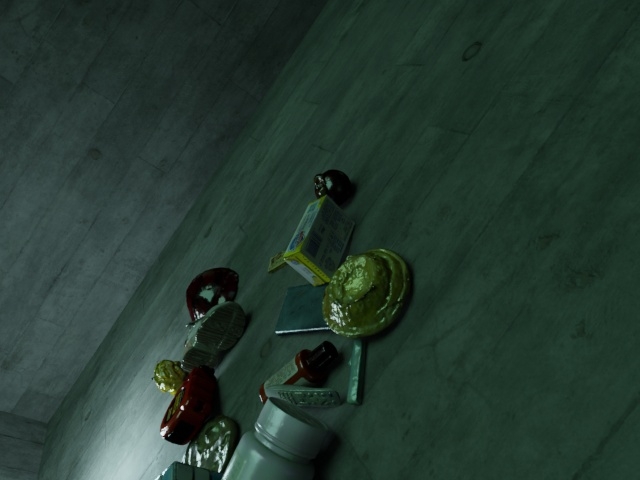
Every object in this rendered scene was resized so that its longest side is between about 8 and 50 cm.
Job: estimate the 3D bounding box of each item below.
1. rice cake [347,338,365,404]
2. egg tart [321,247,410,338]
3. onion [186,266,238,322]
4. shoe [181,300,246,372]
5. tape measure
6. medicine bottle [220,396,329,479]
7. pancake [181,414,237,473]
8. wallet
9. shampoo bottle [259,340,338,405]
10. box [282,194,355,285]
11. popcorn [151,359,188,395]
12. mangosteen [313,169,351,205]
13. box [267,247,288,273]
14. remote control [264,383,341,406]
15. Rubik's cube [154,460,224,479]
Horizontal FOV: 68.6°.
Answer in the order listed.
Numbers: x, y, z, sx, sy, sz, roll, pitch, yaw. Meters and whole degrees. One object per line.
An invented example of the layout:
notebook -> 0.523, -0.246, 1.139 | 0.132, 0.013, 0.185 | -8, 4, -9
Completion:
rice cake -> 0.097, 0.355, 1.278 | 0.042, 0.030, 0.180 | -16, 48, 32
egg tart -> 0.112, 0.134, 1.337 | 0.290, 0.115, 0.290 | -24, 43, 25
onion -> -0.514, 0.234, 2.193 | 0.280, 0.146, 0.314 | -17, 44, 43
shoe -> -0.458, 0.370, 1.950 | 0.351, 0.172, 0.198 | -50, 28, 10
tape measure -> -0.500, 0.638, 1.783 | 0.260, 0.114, 0.253 | -54, 16, 9
medicine bottle -> -0.141, 0.619, 1.201 | 0.213, 0.213, 0.379 | 12, 72, 59
pancake -> -0.384, 0.739, 1.616 | 0.294, 0.049, 0.294 | -35, 37, 32
wallet -> -0.013, 0.221, 1.556 | 0.379, 0.046, 0.191 | -18, 47, 50
shampoo bottle -> -0.059, 0.398, 1.397 | 0.278, 0.104, 0.104 | -44, 32, 23
box -> 0.000, 0.000, 1.588 | 0.097, 0.168, 0.265 | -18, 39, 45
popcorn -> -0.670, 0.604, 2.084 | 0.148, 0.152, 0.167 | 105, 145, -52
mangosteen -> 0.039, -0.202, 1.774 | 0.152, 0.152, 0.152 | -37, 36, 32
box -> -0.165, 0.080, 1.937 | 0.149, 0.020, 0.073 | -31, 39, 38
remote control -> -0.053, 0.431, 1.318 | 0.229, 0.073, 0.044 | -7, 32, 23
Rubik's cube -> -0.377, 0.826, 1.318 | 0.259, 0.253, 0.256 | -47, 31, 16
